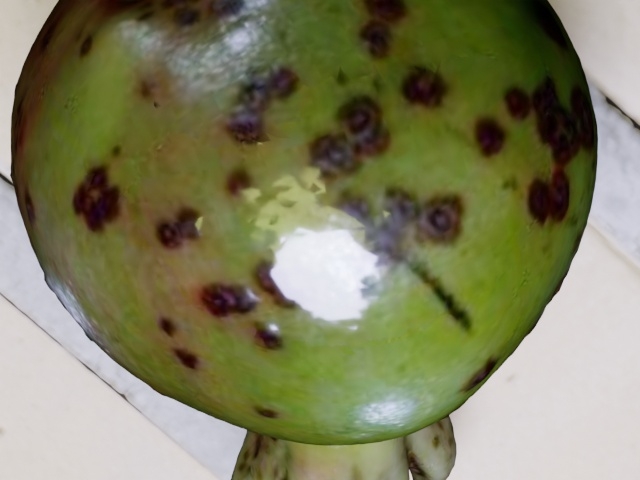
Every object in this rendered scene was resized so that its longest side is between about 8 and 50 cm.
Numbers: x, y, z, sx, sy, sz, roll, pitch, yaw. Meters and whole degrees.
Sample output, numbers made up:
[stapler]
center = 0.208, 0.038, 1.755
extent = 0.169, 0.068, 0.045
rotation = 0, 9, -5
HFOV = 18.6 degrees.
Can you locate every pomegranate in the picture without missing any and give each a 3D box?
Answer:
[pomegranate]
center = 0.006, 0.004, 0.789
extent = 0.242, 0.242, 0.306
rotation = -14, 109, 13
